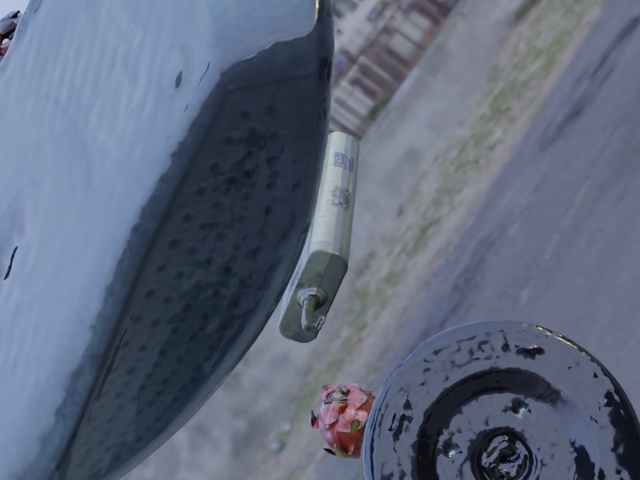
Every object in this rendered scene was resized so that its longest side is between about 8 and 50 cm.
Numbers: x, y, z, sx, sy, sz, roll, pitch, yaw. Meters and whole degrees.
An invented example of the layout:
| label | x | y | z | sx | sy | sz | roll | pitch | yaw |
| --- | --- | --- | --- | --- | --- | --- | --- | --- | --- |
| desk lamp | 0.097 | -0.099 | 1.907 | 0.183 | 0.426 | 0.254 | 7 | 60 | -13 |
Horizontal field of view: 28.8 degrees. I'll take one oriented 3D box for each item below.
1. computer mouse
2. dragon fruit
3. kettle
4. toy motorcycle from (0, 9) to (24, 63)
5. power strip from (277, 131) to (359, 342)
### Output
| label | x | y | z | sx | sy | sz | roll | pitch | yaw |
| --- | --- | --- | --- | --- | --- | --- | --- | --- | --- |
| computer mouse | -0.090 | -0.012 | 0.579 | 0.122 | 0.188 | 0.371 | 7 | -56 | -40 |
| dragon fruit | 0.047 | 0.200 | 1.347 | 0.081 | 0.116 | 0.086 | -45 | 40 | 30 |
| kettle | 0.143 | 0.219 | 1.025 | 0.207 | 0.268 | 0.290 | -29 | -12 | -10 |
| toy motorcycle | -0.397 | -0.239 | 1.589 | 0.212 | 0.084 | 0.118 | -36 | 20 | -10 |
| power strip | 0.000 | 0.000 | 1.064 | 0.268 | 0.034 | 0.092 | -82 | 14 | -59 |
